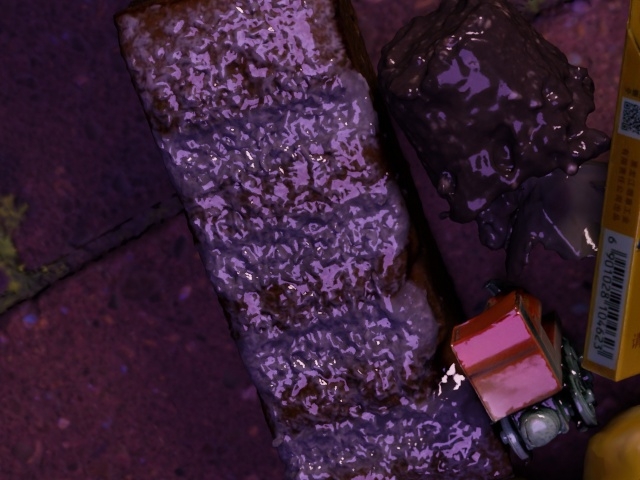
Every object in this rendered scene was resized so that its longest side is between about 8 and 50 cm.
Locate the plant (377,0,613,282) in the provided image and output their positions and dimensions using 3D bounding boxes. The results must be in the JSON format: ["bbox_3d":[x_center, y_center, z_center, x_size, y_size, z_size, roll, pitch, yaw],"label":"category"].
[{"bbox_3d":[0.131,-0.073,1.370,0.142,0.131,0.203,-41,113,16],"label":"plant"}]

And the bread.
[{"bbox_3d":[0.000,0.000,1.423,0.165,0.113,0.416,-19,103,11],"label":"bread"}]

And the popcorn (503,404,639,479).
[{"bbox_3d":[0.268,0.274,1.408,0.290,0.321,0.325,-10,124,-7],"label":"popcorn"}]

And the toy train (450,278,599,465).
[{"bbox_3d":[0.146,0.083,1.395,0.074,0.176,0.118,-27,101,13],"label":"toy train"}]

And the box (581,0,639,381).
[{"bbox_3d":[0.256,-0.049,1.359,0.041,0.153,0.279,23,116,42],"label":"box"}]
